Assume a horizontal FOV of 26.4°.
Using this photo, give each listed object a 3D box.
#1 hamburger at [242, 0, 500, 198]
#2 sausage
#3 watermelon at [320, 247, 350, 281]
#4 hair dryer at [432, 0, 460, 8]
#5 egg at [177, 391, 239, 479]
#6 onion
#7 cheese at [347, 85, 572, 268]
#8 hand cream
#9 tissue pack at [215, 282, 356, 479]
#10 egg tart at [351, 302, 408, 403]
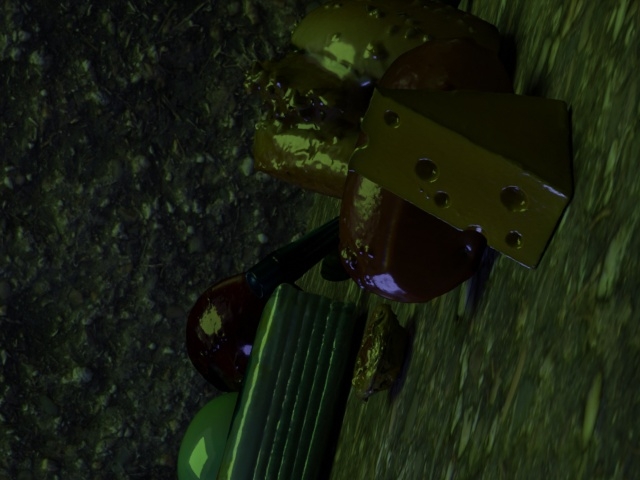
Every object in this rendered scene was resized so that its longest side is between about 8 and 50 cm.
[{"bbox_3d":[0.048,-0.167,1.634,0.445,0.287,0.268,-124,51,-81],"label":"hamburger"},{"bbox_3d":[0.107,-0.070,1.343,0.141,0.153,0.268,-125,49,-68],"label":"sausage"},{"bbox_3d":[0.046,0.027,2.352,0.105,0.062,0.105,-60,-14,-27],"label":"watermelon"},{"bbox_3d":[0.182,-0.316,1.955,0.235,0.091,0.272,92,-159,-60],"label":"hair dryer"},{"bbox_3d":[-0.158,0.416,2.570,0.220,0.220,0.270,111,168,-52],"label":"egg"},{"bbox_3d":[-0.129,0.186,2.684,0.276,0.276,0.276,-165,90,-86],"label":"onion"},{"bbox_3d":[0.114,-0.069,1.146,0.126,0.171,0.093,-79,6,-47],"label":"cheese"},{"bbox_3d":[0.000,0.000,2.246,0.270,0.061,0.120,-35,-7,-15],"label":"hand cream"},{"bbox_3d":[-0.060,0.286,2.209,0.287,0.162,0.388,111,173,-77],"label":"tissue pack"},{"bbox_3d":[0.075,0.143,1.691,0.130,0.052,0.130,-164,90,-84],"label":"egg tart"}]
